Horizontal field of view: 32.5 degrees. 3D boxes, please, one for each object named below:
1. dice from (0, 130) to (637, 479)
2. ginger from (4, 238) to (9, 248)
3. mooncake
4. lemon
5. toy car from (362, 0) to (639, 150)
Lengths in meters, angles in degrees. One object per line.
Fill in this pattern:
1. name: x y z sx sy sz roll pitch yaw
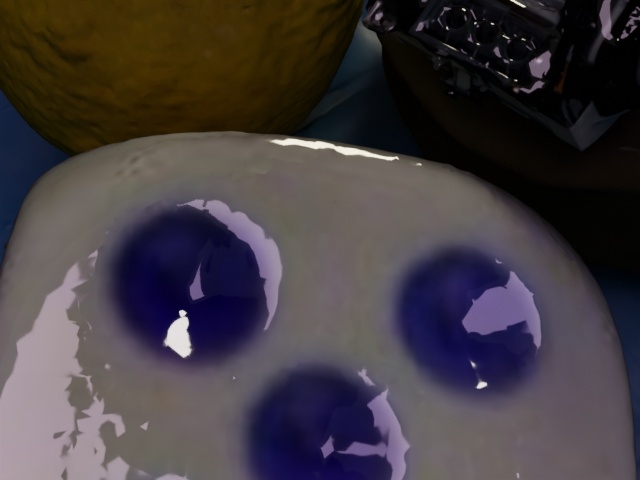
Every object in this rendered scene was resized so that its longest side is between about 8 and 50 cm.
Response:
1. dice: -0.024 0.138 0.586 0.304 0.277 0.304 7 65 -9
2. ginger: -0.156 -0.027 0.804 0.165 0.067 0.096 -14 75 0
3. mooncake: 0.228 -0.180 0.746 0.393 0.246 0.394 -7 68 10
4. lemon: -0.094 -0.166 0.690 0.245 0.320 0.245 8 64 -18
5. toy car: 0.165 -0.197 0.580 0.193 0.118 0.301 37 87 33
